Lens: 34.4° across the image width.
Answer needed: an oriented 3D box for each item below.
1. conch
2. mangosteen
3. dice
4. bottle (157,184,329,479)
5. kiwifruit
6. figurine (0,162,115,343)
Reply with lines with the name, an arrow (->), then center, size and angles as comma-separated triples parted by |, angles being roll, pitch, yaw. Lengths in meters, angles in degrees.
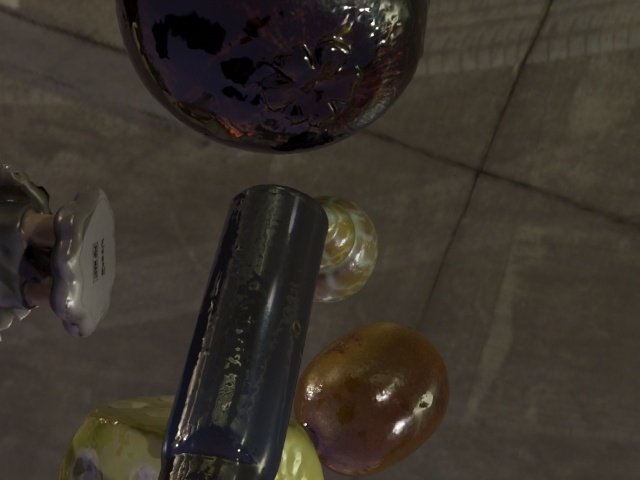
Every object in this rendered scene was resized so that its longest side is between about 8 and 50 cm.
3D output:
conch -> 0.000, 0.013, 1.106 | 0.173, 0.106, 0.116 | -25, 104, 48
mangosteen -> -0.050, -0.244, 1.016 | 0.330, 0.330, 0.330 | 12, 133, 14
dice -> -0.107, 0.224, 0.859 | 0.169, 0.166, 0.169 | 3, 91, 38
bottle -> -0.051, 0.078, 0.646 | 0.082, 0.244, 0.072 | -13, 137, 28
kiwifruit -> 0.067, 0.221, 1.438 | 0.196, 0.234, 0.196 | 24, 124, 41
figurine -> -0.353, 0.007, 0.780 | 0.386, 0.166, 0.207 | 3, 108, 7
